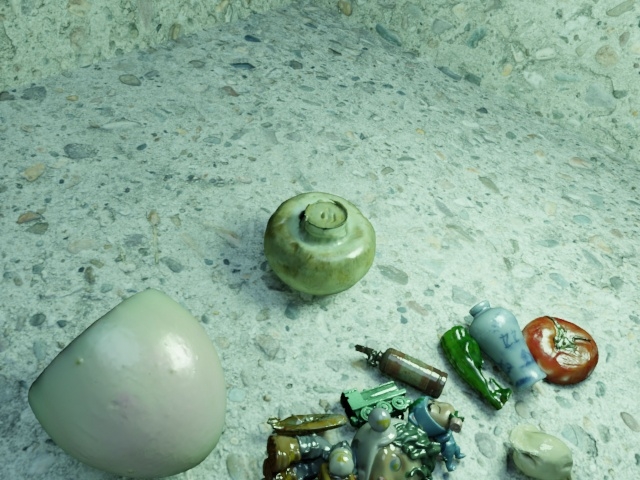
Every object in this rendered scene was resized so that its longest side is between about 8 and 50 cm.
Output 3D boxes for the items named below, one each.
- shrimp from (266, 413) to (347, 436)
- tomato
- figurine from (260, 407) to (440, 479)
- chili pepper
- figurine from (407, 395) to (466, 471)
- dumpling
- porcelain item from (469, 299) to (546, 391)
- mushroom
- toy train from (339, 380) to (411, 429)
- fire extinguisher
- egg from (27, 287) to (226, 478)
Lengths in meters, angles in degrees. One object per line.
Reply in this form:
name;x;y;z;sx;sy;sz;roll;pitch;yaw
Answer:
shrimp;-0.032;0.425;1.148;0.188;0.132;0.051;-7;66;-2
tomato;0.707;0.309;1.439;0.228;0.101;0.227;4;48;-5
figurine;0.079;0.478;1.054;0.382;0.261;0.186;6;23;-20
chili pepper;0.422;0.347;1.355;0.099;0.083;0.253;-11;53;-33
figurine;0.297;0.452;1.184;0.178;0.144;0.114;59;34;5
dumpling;0.537;0.517;1.200;0.199;0.118;0.136;37;16;-5
porcelain item;0.518;0.292;1.391;0.141;0.141;0.259;-16;60;-25
mushroom;0.000;0.000;1.465;0.352;0.260;0.352;2;47;-2
toy train;0.141;0.412;1.239;0.171;0.071;0.111;-11;43;-22
fire extinguisher;0.210;0.327;1.305;0.252;0.106;0.075;25;66;10
egg;-0.354;0.329;1.033;0.340;0.354;0.354;43;51;3
